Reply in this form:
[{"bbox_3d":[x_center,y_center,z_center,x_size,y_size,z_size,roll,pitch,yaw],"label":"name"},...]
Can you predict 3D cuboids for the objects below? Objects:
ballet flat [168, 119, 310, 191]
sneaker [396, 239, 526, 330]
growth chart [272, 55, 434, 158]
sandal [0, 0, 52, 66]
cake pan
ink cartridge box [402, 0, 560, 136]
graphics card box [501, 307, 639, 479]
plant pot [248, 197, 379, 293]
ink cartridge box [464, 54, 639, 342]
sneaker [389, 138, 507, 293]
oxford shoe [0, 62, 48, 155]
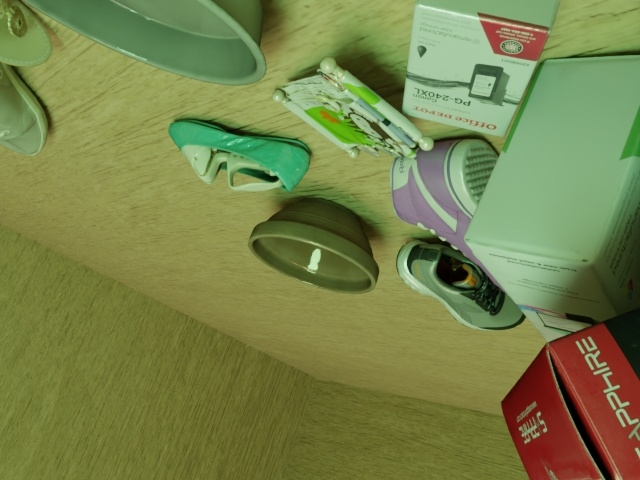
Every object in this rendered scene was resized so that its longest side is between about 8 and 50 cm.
[{"bbox_3d":[-0.138,-0.122,0.844,0.247,0.087,0.083,13,159,18],"label":"ballet flat"},{"bbox_3d":[0.261,0.087,0.977,0.271,0.100,0.108,28,166,-20],"label":"sneaker"},{"bbox_3d":[0.034,-0.141,0.652,0.172,0.021,0.237,32,176,-20],"label":"growth chart"},{"bbox_3d":[-0.416,-0.298,0.652,0.079,0.088,0.240,7,152,46],"label":"sandal"},{"bbox_3d":[-0.183,-0.238,0.538,0.293,0.054,0.293,19,177,1],"label":"cake pan"},{"bbox_3d":[0.138,-0.168,0.509,0.109,0.063,0.150,16,159,11],"label":"ink cartridge box"},{"bbox_3d":[0.328,0.077,0.403,0.371,0.094,0.233,-20,153,2],"label":"graphics card box"},{"bbox_3d":[0.000,0.000,0.998,0.237,0.110,0.237,18,160,7],"label":"plant pot"},{"bbox_3d":[0.280,-0.011,0.561,0.117,0.201,0.278,13,161,44],"label":"ink cartridge box"},{"bbox_3d":[0.199,-0.023,0.768,0.161,0.102,0.282,0,136,49],"label":"sneaker"},{"bbox_3d":[-0.557,-0.234,0.891,0.169,0.130,0.449,21,161,-9],"label":"oxford shoe"}]
